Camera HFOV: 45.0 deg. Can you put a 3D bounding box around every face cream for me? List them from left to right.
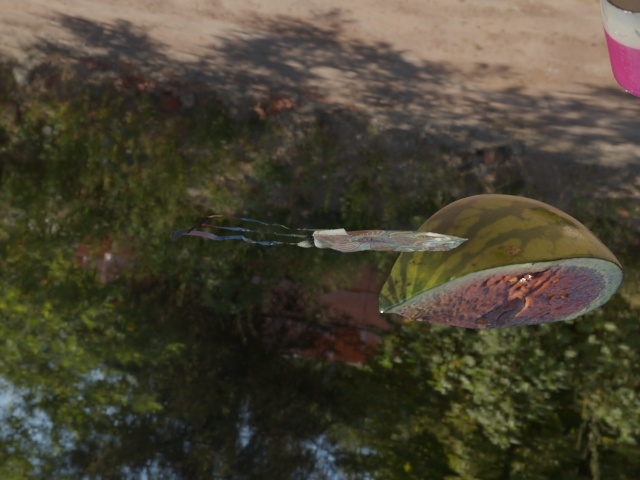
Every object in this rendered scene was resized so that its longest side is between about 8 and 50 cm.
[{"bbox_3d":[0.523,-0.339,1.175,0.175,0.175,0.195,9,154,31],"label":"face cream"}]

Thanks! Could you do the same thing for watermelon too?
[{"bbox_3d":[0.212,0.007,0.859,0.303,0.128,0.159,4,145,-32],"label":"watermelon"}]

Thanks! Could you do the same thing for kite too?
[{"bbox_3d":[0.000,-0.003,0.606,0.229,0.016,0.127,3,170,-19],"label":"kite"}]
